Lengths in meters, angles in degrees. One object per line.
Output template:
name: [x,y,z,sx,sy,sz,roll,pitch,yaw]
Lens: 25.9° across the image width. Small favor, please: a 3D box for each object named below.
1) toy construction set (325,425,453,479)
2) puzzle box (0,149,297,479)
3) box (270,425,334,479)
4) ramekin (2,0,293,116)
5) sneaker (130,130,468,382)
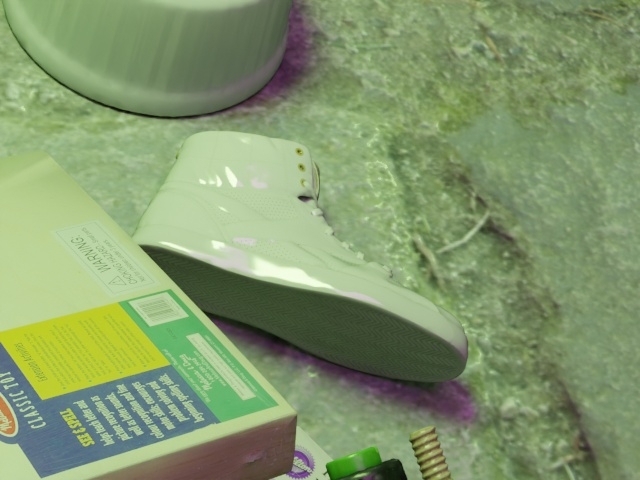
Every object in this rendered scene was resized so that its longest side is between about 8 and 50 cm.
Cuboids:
toy construction set: [-0.065,0.284,0.836,0.309,0.257,0.237,-15,80,-28]
puzzle box: [-0.235,0.065,0.950,0.272,0.052,0.409,-14,34,-29]
box: [0.069,0.274,1.005,0.324,0.067,0.063,42,50,15]
ramekin: [-0.148,-0.262,1.291,0.277,0.135,0.277,11,51,-13]
sneaker: [0.000,0.000,1.164,0.293,0.108,0.169,22,52,-2]
